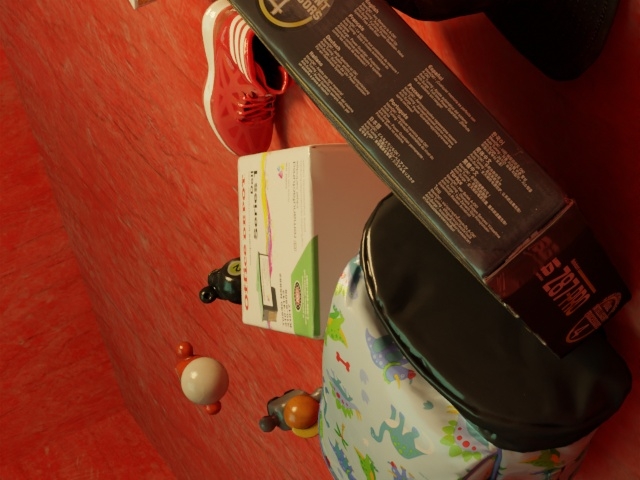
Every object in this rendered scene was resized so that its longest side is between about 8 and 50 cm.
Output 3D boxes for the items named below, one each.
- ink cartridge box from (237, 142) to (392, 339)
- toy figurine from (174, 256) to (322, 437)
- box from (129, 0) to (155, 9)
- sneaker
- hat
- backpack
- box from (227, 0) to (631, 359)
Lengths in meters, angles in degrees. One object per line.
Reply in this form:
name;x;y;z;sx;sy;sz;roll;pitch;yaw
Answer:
ink cartridge box;0.000;0.000;1.890;0.278;0.117;0.201;-179;87;-72
toy figurine;-0.070;0.135;2.217;0.210;0.213;0.148;22;174;-11
box;-0.199;-0.388;2.069;0.103;0.114;0.203;59;164;23
sneaker;-0.083;-0.170;2.070;0.128;0.087;0.221;48;158;49
hat;0.088;-0.257;1.324;0.331;0.134;0.331;55;160;32
backpack;0.125;0.147;1.643;0.290;0.273;0.355;52;172;21
box;0.067;-0.097;1.380;0.395;0.097;0.318;49;-175;22
